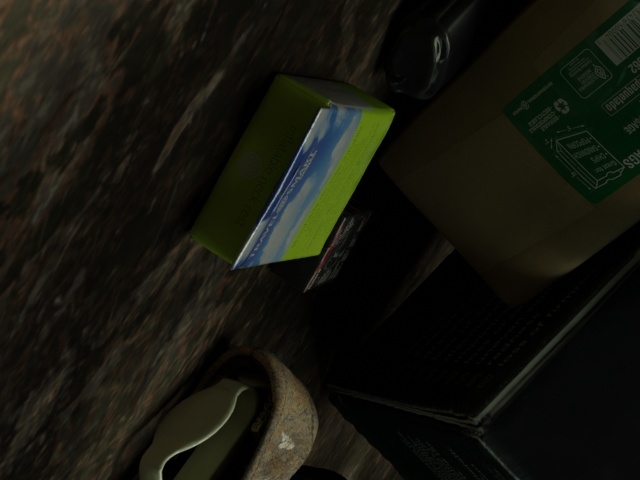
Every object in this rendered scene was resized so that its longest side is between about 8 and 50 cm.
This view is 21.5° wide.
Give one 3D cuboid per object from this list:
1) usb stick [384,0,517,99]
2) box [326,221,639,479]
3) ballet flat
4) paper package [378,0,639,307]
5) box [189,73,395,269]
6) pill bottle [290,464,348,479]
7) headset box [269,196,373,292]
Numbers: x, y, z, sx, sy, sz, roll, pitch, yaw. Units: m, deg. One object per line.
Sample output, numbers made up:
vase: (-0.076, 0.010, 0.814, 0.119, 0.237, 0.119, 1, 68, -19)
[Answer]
usb stick: (0.129, -0.196, 1.187, 0.278, 0.045, 0.077, -49, 163, -37)
box: (0.306, 0.070, 1.463, 0.480, 0.297, 0.472, -45, -170, -10)
ballet flat: (-0.113, 0.193, 1.110, 0.316, 0.107, 0.106, -57, 149, -30)
paper package: (0.234, -0.150, 1.222, 0.309, 0.168, 0.325, -50, -176, -39)
box: (-0.015, -0.041, 0.997, 0.109, 0.042, 0.178, -61, 168, 10)
pill bottle: (-0.031, 0.269, 1.513, 0.123, 0.122, 0.219, -61, 168, 11)
headset box: (0.000, 0.000, 1.185, 0.062, 0.032, 0.083, -62, 167, 13)
